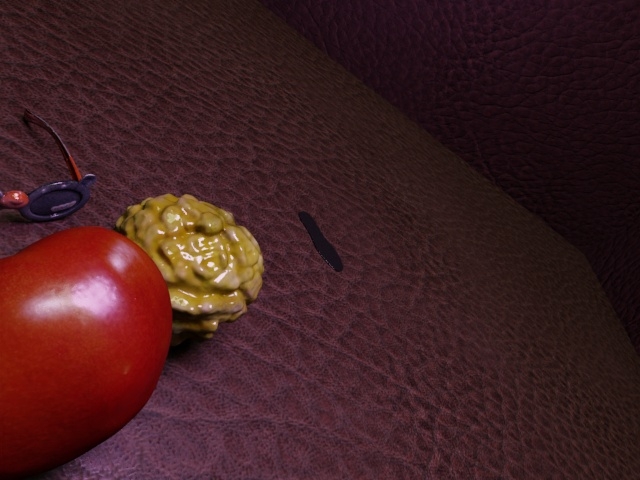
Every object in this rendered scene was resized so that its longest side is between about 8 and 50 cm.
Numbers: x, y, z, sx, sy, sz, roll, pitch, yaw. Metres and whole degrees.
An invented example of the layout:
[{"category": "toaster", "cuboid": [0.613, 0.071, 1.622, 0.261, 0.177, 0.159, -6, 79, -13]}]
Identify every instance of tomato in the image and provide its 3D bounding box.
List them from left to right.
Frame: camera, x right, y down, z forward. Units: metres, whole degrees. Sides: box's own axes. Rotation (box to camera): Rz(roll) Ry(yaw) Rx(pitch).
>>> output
[{"category": "tomato", "cuboid": [-0.299, 0.119, 0.558, 0.298, 0.299, 0.226, -40, 109, -58]}]

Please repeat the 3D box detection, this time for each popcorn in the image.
[{"category": "popcorn", "cuboid": [-0.206, 0.051, 0.784, 0.259, 0.259, 0.212, 27, 49, -26]}]

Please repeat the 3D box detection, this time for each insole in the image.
[{"category": "insole", "cuboid": [0.000, 0.000, 1.263, 0.064, 0.004, 0.188, -3, 55, -51]}]

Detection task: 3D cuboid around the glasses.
[{"category": "glasses", "cuboid": [-0.496, -0.151, 0.776, 0.234, 0.118, 0.268, -4, 55, -49]}]
